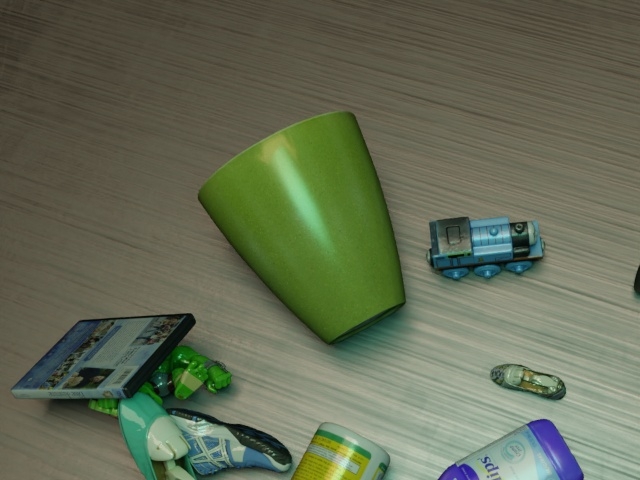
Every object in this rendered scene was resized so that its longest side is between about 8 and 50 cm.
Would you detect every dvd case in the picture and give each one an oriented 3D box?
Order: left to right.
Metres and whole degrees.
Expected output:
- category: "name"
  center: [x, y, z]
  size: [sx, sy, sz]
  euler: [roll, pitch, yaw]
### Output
- category: "dvd case"
  center: [-0.329, 0.176, 1.699]
  size: [0.253, 0.022, 0.180]
  euler: [-6, 30, 36]

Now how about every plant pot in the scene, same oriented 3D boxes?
- category: "plant pot"
  center: [0.000, 0.000, 1.707]
  size: [0.274, 0.275, 0.294]
  euler: [-28, 81, -2]

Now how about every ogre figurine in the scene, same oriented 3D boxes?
- category: "ogre figurine"
  center: [-0.250, 0.206, 1.712]
  size: [0.197, 0.097, 0.118]
  euler: [-28, 30, -14]

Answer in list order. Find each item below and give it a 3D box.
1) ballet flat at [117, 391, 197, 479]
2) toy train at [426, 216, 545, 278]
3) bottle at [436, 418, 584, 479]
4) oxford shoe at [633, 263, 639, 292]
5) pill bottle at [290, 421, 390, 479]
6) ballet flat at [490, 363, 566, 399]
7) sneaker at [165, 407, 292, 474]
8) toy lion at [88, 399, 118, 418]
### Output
- category: "ballet flat"
  center: [-0.214, 0.327, 1.621]
  size: [0.087, 0.083, 0.247]
  euler: [-10, 102, 41]
- category: "toy train"
  center: [0.252, 0.008, 1.720]
  size: [0.184, 0.105, 0.080]
  euler: [-6, 66, 8]
- category: "bottle"
  center: [0.225, 0.361, 1.577]
  size: [0.282, 0.092, 0.118]
  euler: [-27, 66, -2]
- category: "oxford shoe"
  center: [0.551, 0.003, 1.691]
  size: [0.076, 0.076, 0.212]
  euler: [38, 82, -6]
- category: "pill bottle"
  center: [0.005, 0.376, 1.598]
  size: [0.117, 0.117, 0.208]
  euler: [23, 73, 19]
- category: "ballet flat"
  center: [0.308, 0.204, 1.661]
  size: [0.114, 0.041, 0.041]
  euler: [14, 70, 16]
- category: "sneaker"
  center: [-0.142, 0.315, 1.683]
  size: [0.211, 0.080, 0.081]
  euler: [14, 87, 19]
- category: "toy lion"
  center: [-0.300, 0.260, 1.713]
  size: [0.100, 0.096, 0.034]
  euler: [12, 83, 15]
